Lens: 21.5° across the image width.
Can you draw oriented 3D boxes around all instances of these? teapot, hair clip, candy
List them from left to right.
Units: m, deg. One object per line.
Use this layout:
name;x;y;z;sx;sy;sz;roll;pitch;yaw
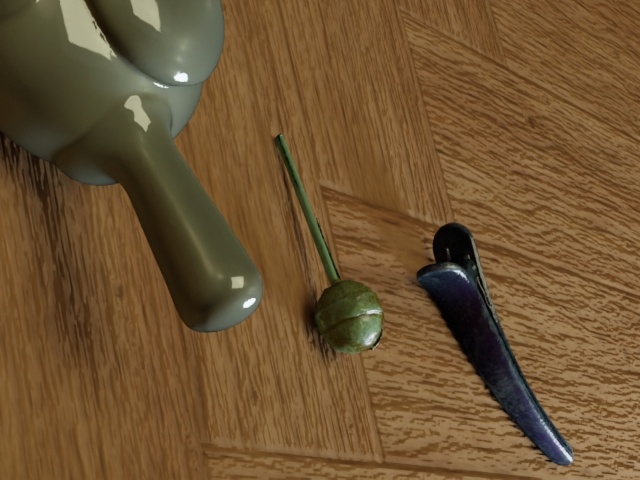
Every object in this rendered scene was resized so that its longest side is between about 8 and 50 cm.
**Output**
teapot;-0.126;-0.100;1.120;0.318;0.149;0.220;61;30;-8
candy;0.000;0.000;1.386;0.061;0.061;0.202;14;50;-57
hair clip;0.170;0.117;1.599;0.275;0.048;0.083;61;26;-21
